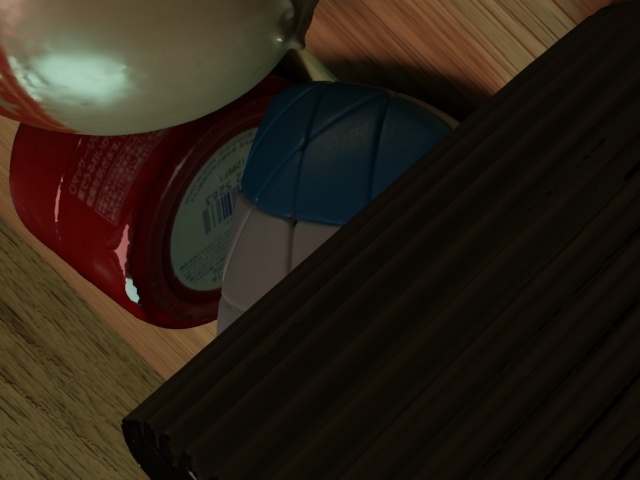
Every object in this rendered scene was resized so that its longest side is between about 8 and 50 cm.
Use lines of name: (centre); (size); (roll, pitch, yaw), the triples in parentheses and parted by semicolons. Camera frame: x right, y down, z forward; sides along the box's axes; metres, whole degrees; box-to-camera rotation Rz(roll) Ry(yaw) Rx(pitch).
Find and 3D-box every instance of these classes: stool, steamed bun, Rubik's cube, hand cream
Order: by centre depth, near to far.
stool: (0.120, 0.081, 0.883); (0.297, 0.330, 0.297); (42, 166, 13)
steamed bun: (-0.182, -0.215, 1.101); (0.374, 0.241, 0.374); (45, 167, 13)
Rubik's cube: (0.000, 0.000, 1.240); (0.254, 0.254, 0.254); (42, 166, 13)
hand cream: (-0.113, -0.055, 1.390); (0.149, 0.230, 0.230); (32, 161, 33)
